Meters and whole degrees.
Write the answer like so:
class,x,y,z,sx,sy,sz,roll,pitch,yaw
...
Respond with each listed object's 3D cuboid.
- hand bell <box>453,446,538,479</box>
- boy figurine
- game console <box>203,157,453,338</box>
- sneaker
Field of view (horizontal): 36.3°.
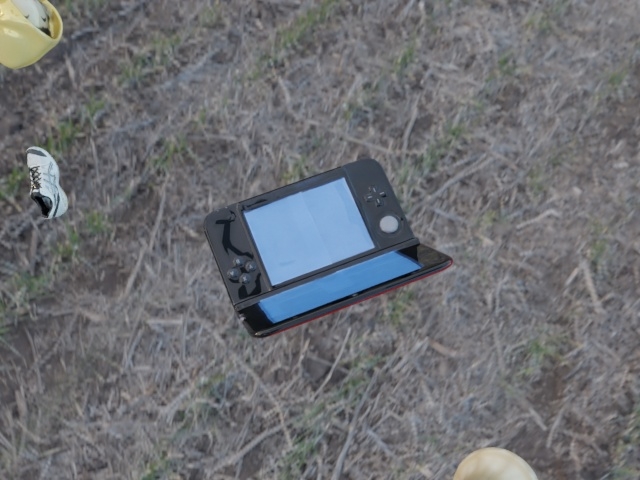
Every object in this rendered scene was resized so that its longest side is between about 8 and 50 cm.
class,x,y,z,sx,sy,sz,roll,pitch,yaw
hand bell,0.172,0.337,1.190,0.126,0.126,0.242,53,24,20
boy figurine,-0.343,-0.333,1.062,0.092,0.177,0.285,-9,82,25
game console,0.000,0.000,0.681,0.144,0.085,0.124,-20,71,-10
sneaker,-0.311,-0.064,1.092,0.083,0.032,0.037,69,27,-14
